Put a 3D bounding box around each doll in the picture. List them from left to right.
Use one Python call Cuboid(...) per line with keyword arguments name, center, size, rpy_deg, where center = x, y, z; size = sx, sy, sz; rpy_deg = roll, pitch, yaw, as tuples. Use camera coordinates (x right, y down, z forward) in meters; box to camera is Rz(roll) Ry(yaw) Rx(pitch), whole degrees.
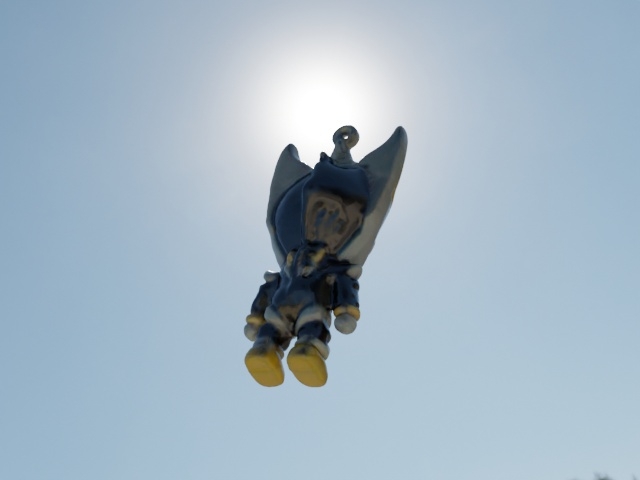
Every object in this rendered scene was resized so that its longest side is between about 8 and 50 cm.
Cuboid(name="doll", center=(0.004, 0.000, 0.799), size=(0.103, 0.316, 0.146), rpy_deg=(35, -39, -24))
